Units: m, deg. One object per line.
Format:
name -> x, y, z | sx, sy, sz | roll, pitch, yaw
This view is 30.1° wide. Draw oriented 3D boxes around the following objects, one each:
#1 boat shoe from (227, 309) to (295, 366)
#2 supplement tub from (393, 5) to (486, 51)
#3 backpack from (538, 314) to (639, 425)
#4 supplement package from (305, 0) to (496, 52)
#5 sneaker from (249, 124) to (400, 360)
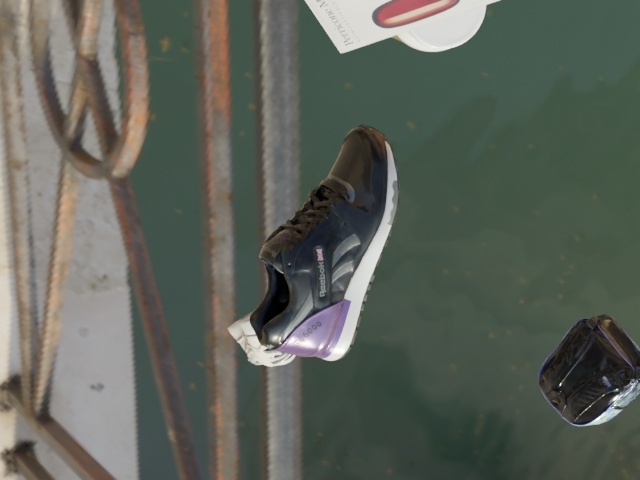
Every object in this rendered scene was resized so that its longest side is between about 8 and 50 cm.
boat shoe -> -0.067, 0.133, 1.661 | 0.096, 0.267, 0.088 | -30, 89, -20
supplement tub -> 0.155, -0.358, 1.764 | 0.144, 0.199, 0.144 | -4, 108, -11
backpack -> 0.319, 0.155, 1.375 | 0.084, 0.105, 0.114 | 1, 134, -48
supplement package -> 0.100, -0.291, 1.080 | 0.139, 0.244, 0.134 | 51, 37, -37
sneaker -> 0.000, 0.000, 1.376 | 0.124, 0.107, 0.283 | 11, 97, -30
